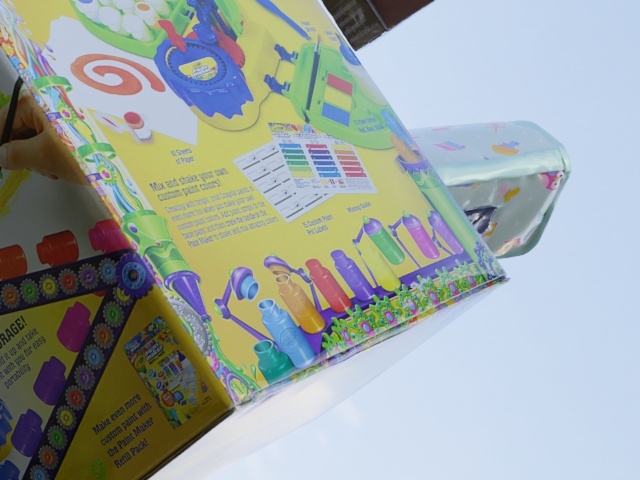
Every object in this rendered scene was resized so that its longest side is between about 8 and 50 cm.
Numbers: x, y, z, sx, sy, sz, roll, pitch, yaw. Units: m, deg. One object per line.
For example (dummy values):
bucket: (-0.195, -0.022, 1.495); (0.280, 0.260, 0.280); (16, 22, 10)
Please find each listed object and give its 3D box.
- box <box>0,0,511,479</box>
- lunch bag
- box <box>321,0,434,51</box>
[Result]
box: (-0.095, -0.023, 0.801); (0.177, 0.290, 0.279); (-39, -101, 30)
lunch bag: (0.118, -0.046, 1.679); (0.262, 0.223, 0.160); (-15, -96, 63)
box: (0.086, -0.316, 1.530); (0.167, 0.203, 0.168); (56, -8, -6)
